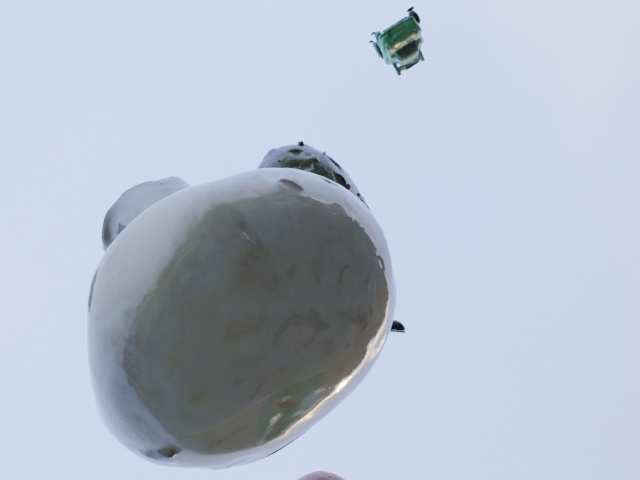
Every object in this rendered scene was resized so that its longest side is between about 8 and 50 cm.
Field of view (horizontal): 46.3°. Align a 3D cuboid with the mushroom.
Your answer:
[{"bbox_3d":[-0.108,0.041,0.739,0.314,0.336,0.314,-26,-44,-28],"label":"mushroom"}]

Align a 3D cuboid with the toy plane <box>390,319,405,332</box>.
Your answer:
[{"bbox_3d":[-0.025,0.157,1.314,0.316,0.204,0.103,-1,-96,-31],"label":"toy plane"}]

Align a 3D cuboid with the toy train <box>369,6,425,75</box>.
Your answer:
[{"bbox_3d":[0.149,-0.359,1.369,0.099,0.149,0.081,-30,-89,7],"label":"toy train"}]

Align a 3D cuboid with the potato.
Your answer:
[{"bbox_3d":[0.000,0.000,1.011,0.176,0.141,0.298,-55,-44,-33],"label":"potato"}]

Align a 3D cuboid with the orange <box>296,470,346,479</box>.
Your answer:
[{"bbox_3d":[0.005,0.466,1.293,0.135,0.117,0.136,20,-133,-22],"label":"orange"}]
